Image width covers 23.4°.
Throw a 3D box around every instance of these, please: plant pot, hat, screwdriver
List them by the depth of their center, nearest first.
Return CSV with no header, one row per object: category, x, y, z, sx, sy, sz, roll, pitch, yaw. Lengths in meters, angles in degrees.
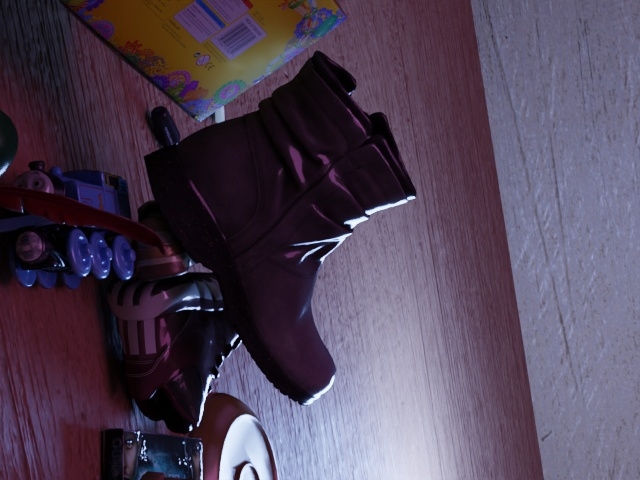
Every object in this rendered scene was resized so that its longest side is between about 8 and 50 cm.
hat,-0.246,-0.078,1.161,0.208,0.184,0.173,24,60,-69
screwdriver,-0.156,-0.080,1.703,0.025,0.024,0.170,-45,140,-30
plant pot,-0.092,0.289,1.740,0.236,0.032,0.236,-6,90,-71

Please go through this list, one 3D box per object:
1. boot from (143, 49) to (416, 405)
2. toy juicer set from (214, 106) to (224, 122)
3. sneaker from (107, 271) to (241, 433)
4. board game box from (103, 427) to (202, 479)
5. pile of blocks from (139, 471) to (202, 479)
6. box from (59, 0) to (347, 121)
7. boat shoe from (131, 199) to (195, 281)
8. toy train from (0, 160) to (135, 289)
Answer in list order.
boot,0.000,0.000,1.488,0.338,0.223,0.118,60,4,-37
toy juicer set,-0.063,-0.286,1.722,0.209,0.089,0.329,-66,169,-85
sneaker,-0.129,0.115,1.607,0.281,0.106,0.162,-3,92,-61
board game box,-0.164,0.255,1.542,0.186,0.026,0.126,26,60,-68
pile of blocks,-0.172,0.300,1.323,0.362,0.113,0.149,-6,96,-66
box,-0.156,-0.304,1.360,0.279,0.177,0.290,59,8,24
boat shoe,-0.156,-0.005,1.515,0.190,0.068,0.072,-167,-113,-80
toy train,-0.225,-0.013,1.374,0.184,0.080,0.105,12,68,-74
